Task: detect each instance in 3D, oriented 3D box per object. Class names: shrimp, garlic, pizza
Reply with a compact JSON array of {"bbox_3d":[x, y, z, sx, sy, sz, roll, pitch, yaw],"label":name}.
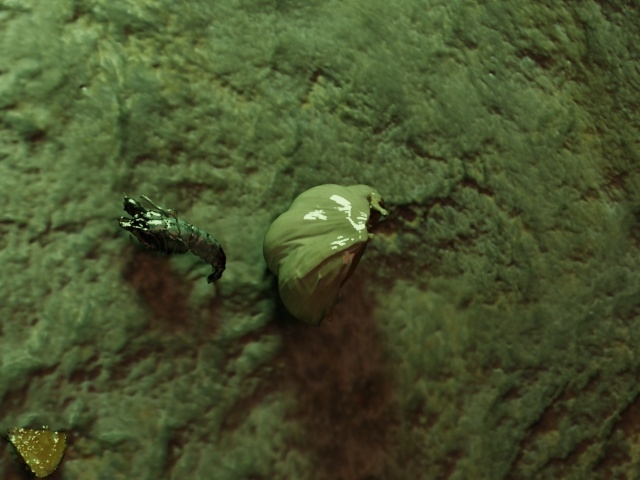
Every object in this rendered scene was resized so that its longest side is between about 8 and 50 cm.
[{"bbox_3d":[-0.191,-0.012,1.894,0.174,0.076,0.082,31,36,-23],"label":"shrimp"},{"bbox_3d":[0.000,0.000,1.968,0.143,0.178,0.229,31,44,3],"label":"garlic"},{"bbox_3d":[-0.350,0.254,1.717,0.078,0.025,0.083,35,38,-3],"label":"pizza"}]
